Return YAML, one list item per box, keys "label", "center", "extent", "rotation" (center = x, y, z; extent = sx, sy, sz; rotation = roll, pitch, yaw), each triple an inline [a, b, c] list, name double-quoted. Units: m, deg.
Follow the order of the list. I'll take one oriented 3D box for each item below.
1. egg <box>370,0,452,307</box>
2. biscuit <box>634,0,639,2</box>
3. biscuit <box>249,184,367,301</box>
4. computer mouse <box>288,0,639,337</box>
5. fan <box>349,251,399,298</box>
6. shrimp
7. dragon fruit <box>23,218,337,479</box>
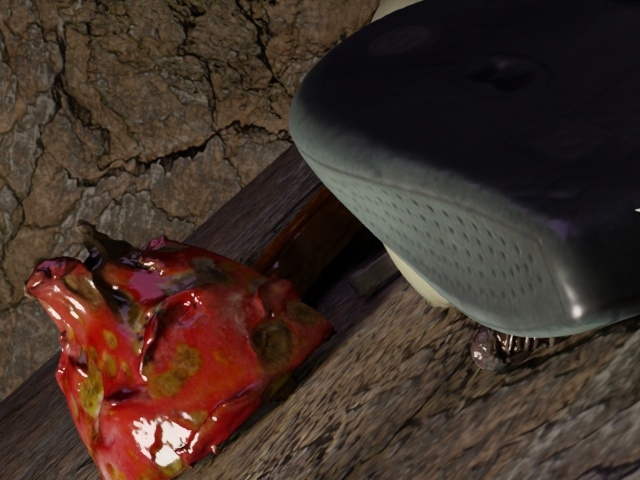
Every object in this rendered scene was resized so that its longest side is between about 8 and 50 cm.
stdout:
- label: "egg"
  center: [0.111, -0.097, 1.119]
  extent: [0.264, 0.174, 0.286]
  rotation: [-44, 13, 20]
- label: "biscuit"
  center: [0.202, -0.117, 0.868]
  extent: [0.035, 0.158, 0.240]
  rotation: [-45, 2, -6]
- label: "biscuit"
  center: [0.001, 0.001, 1.540]
  extent: [0.277, 0.052, 0.262]
  rotation: [-47, 6, 16]
- label: "computer mouse"
  center: [0.122, -0.035, 0.849]
  extent: [0.188, 0.122, 0.371]
  rotation: [-32, 26, -15]
- label: "fan"
  center: [0.133, -0.042, 1.311]
  extent: [0.282, 0.023, 0.057]
  rotation: [-37, 10, 21]
- label: "shrimp"
  center: [0.120, 0.037, 0.888]
  extent: [0.092, 0.029, 0.038]
  rotation: [-39, 7, -12]
- label: "dragon fruit"
  center: [-0.152, 0.090, 1.330]
  extent: [0.262, 0.211, 0.134]
  rotation: [-42, -2, 42]
